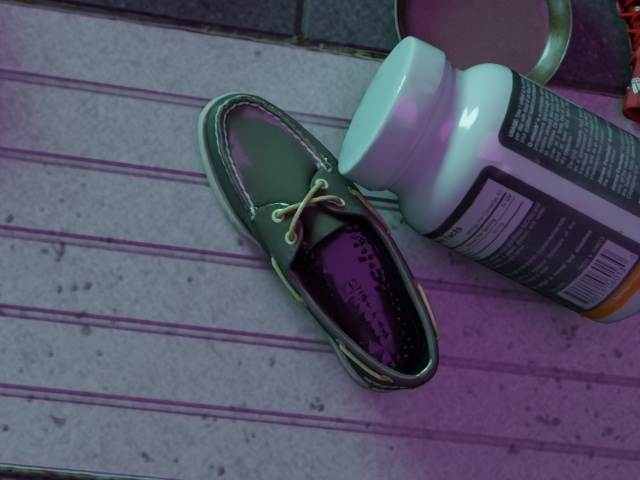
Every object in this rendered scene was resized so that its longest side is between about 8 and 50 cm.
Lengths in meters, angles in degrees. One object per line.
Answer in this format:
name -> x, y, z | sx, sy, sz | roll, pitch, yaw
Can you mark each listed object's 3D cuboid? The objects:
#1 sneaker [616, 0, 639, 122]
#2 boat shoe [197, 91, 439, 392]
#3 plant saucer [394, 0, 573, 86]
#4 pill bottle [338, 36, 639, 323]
sneaker -> 0.302, -0.190, 1.326 | 0.221, 0.087, 0.128 | 44, 78, -5
boat shoe -> 0.004, -0.003, 1.245 | 0.109, 0.091, 0.305 | -35, 94, -12
plant saucer -> 0.146, -0.202, 1.321 | 0.168, 0.029, 0.168 | 1, 87, -12
pill bottle -> 0.167, -0.054, 1.244 | 0.278, 0.162, 0.162 | 27, 81, -11
